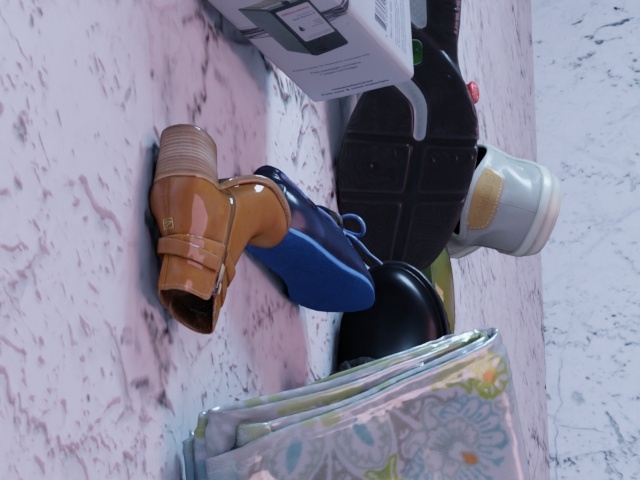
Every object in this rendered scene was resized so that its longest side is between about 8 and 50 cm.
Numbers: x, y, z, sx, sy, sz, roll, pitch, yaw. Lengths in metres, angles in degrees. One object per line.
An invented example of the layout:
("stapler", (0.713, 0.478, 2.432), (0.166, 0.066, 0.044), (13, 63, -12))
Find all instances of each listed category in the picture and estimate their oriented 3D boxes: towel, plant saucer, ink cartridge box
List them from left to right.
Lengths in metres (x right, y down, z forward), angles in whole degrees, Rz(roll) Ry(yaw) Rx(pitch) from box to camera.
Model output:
("ink cartridge box", (-0.019, -0.297, 1.483), (0.289, 0.121, 0.211), (38, 46, -57))
("towel", (0.056, 0.285, 1.302), (0.320, 0.090, 0.374), (-16, 102, -31))
("plant saucer", (0.141, 0.091, 1.976), (0.241, 0.037, 0.241), (180, -90, -82))

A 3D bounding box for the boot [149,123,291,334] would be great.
("boot", (-0.087, 0.010, 1.274), (0.197, 0.073, 0.152), (39, 44, -53))

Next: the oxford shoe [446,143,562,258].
("oxford shoe", (0.190, -0.060, 2.040), (0.449, 0.130, 0.169), (-166, -89, -77))

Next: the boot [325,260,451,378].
("boot", (0.059, 0.154, 1.633), (0.260, 0.131, 0.348), (52, 35, -63))

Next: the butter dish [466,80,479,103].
("butter dish", (0.182, -0.217, 2.272), (0.160, 0.118, 0.160), (-61, 142, -66))

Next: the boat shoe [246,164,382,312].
("boat shoe", (0.000, 0.000, 1.534), (0.258, 0.109, 0.089), (58, 26, -63))

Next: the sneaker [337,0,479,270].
("sneaker", (0.118, -0.184, 1.930), (0.257, 0.169, 0.447), (-43, 136, -85))
